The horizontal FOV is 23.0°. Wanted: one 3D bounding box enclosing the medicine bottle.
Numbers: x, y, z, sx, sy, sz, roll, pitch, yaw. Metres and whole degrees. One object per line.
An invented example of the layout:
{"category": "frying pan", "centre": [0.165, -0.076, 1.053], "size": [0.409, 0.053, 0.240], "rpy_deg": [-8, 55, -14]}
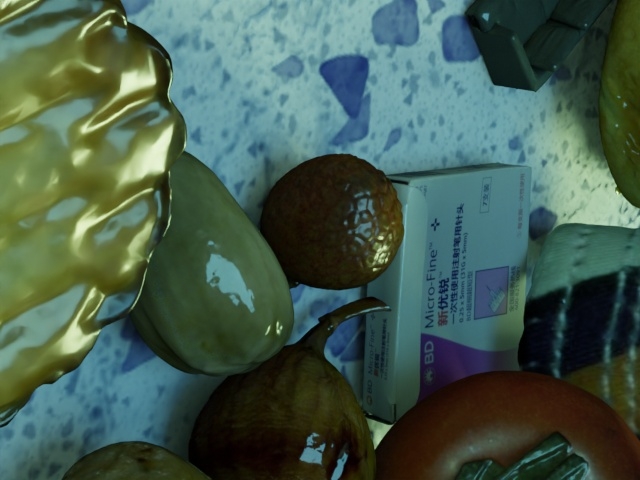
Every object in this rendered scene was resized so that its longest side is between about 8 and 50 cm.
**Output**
{"category": "medicine bottle", "centre": [0.103, 0.039, 1.306], "size": [0.171, 0.052, 0.201], "rpy_deg": [-7, 103, -46]}

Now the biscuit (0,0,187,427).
{"category": "biscuit", "centre": [-0.227, -0.026, 0.871], "size": [0.326, 0.107, 0.326], "rpy_deg": [-23, 130, -31]}

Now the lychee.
{"category": "lychee", "centre": [0.000, -0.006, 1.158], "size": [0.114, 0.140, 0.101], "rpy_deg": [-31, 89, -44]}

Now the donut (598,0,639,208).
{"category": "donut", "centre": [0.380, -0.162, 1.435], "size": [0.360, 0.170, 0.360], "rpy_deg": [-30, 127, -50]}

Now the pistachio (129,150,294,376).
{"category": "pistachio", "centre": [-0.083, 0.015, 1.066], "size": [0.185, 0.108, 0.126], "rpy_deg": [62, 33, -27]}

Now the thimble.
{"category": "thimble", "centre": [0.264, 0.103, 1.382], "size": [0.237, 0.150, 0.237], "rpy_deg": [5, 90, -70]}

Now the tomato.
{"category": "tomato", "centre": [0.151, 0.230, 1.212], "size": [0.256, 0.256, 0.224], "rpy_deg": [-62, 165, -15]}

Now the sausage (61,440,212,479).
{"category": "sausage", "centre": [-0.042, 0.296, 1.160], "size": [0.136, 0.123, 0.501], "rpy_deg": [-39, 134, 1]}

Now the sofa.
{"category": "sofa", "centre": [0.194, -0.202, 1.333], "size": [0.147, 0.060, 0.085], "rpy_deg": [-48, 130, -27]}

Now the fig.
{"category": "fig", "centre": [-0.015, 0.112, 1.163], "size": [0.146, 0.134, 0.201], "rpy_deg": [83, 20, -62]}
